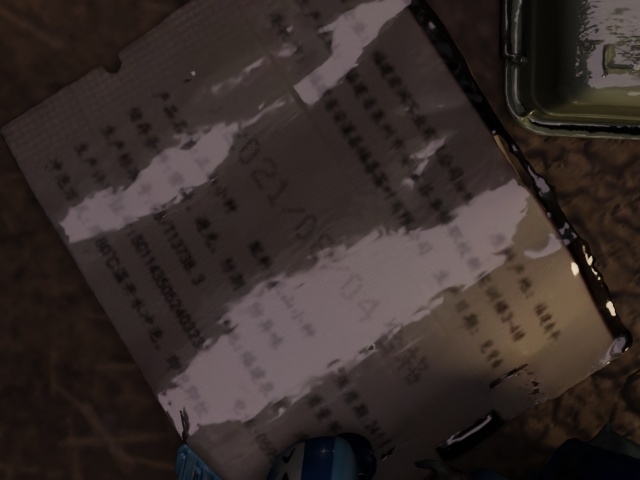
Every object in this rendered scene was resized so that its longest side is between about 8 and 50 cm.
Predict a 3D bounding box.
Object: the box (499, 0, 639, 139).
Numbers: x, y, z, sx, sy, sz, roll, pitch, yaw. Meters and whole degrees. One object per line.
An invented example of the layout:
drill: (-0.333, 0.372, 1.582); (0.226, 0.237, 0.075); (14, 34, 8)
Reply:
box: (0.171, -0.106, 0.818); (0.172, 0.093, 0.124); (0, 93, -3)

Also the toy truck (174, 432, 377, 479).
toy truck: (-0.022, 0.119, 0.798); (0.090, 0.056, 0.073); (5, 123, 1)

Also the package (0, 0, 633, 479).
package: (0.000, 0.000, 0.833); (0.204, 0.062, 0.251); (-34, 93, 0)

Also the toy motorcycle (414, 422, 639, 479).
toy motorcycle: (0.114, 0.195, 0.723); (0.182, 0.319, 0.241); (2, 86, -6)
